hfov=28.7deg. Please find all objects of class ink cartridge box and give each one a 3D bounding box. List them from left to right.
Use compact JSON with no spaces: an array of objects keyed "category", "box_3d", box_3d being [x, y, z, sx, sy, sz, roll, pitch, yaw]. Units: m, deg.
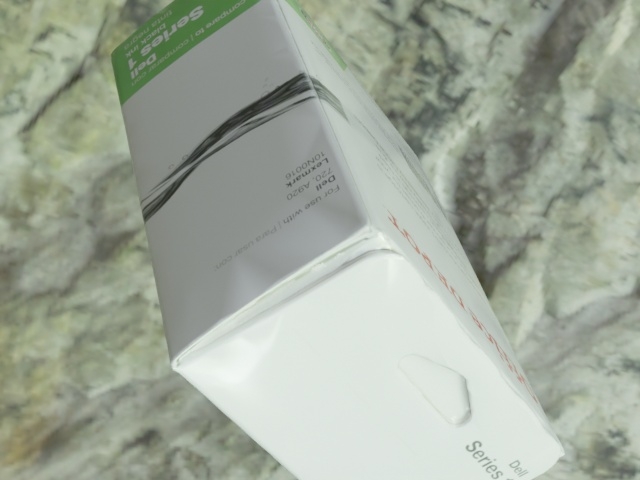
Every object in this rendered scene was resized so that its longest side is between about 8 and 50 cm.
[{"category":"ink cartridge box","box_3d":[0.000,0.000,0.538,0.092,0.160,0.219,-33,-142,11]}]
